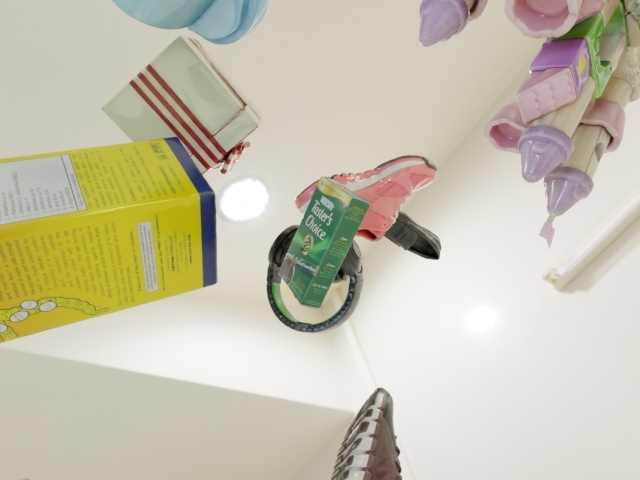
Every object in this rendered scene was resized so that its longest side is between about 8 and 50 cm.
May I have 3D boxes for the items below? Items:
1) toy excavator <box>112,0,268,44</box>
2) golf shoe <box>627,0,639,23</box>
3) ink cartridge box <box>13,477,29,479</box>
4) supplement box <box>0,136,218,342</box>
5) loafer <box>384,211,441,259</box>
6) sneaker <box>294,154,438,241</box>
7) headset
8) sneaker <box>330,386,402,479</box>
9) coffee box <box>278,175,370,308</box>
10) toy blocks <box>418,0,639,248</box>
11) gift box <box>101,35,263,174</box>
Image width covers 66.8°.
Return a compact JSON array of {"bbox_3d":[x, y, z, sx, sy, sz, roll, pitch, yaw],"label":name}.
[{"bbox_3d":[-0.287,-0.448,0.675,0.222,0.445,0.433,-16,-63,48],"label":"toy excavator"},{"bbox_3d":[0.245,-0.099,0.231,0.069,0.176,0.086,-26,-30,-60],"label":"golf shoe"},{"bbox_3d":[-0.301,0.409,0.296,0.270,0.395,0.151,-9,-40,-32],"label":"ink cartridge box"},{"bbox_3d":[-0.362,-0.013,0.747,0.357,0.194,0.195,-14,-47,-26],"label":"supplement box"},{"bbox_3d":[0.221,-0.015,1.242,0.223,0.078,0.076,26,-57,-21],"label":"loafer"},{"bbox_3d":[0.105,-0.067,0.935,0.314,0.136,0.116,-19,-8,-25],"label":"sneaker"},{"bbox_3d":[0.005,0.035,1.223,0.185,0.244,0.394,22,-105,-62],"label":"headset"},{"bbox_3d":[0.102,0.368,0.716,0.163,0.281,0.106,28,-45,2],"label":"sneaker"},{"bbox_3d":[0.000,0.000,0.763,0.040,0.113,0.184,18,-74,-31],"label":"coffee box"},{"bbox_3d":[0.274,-0.169,0.498,0.260,0.309,0.288,-57,-47,-17],"label":"toy blocks"},{"bbox_3d":[-0.288,-0.258,1.076,0.276,0.255,0.258,-38,-72,14],"label":"gift box"}]
